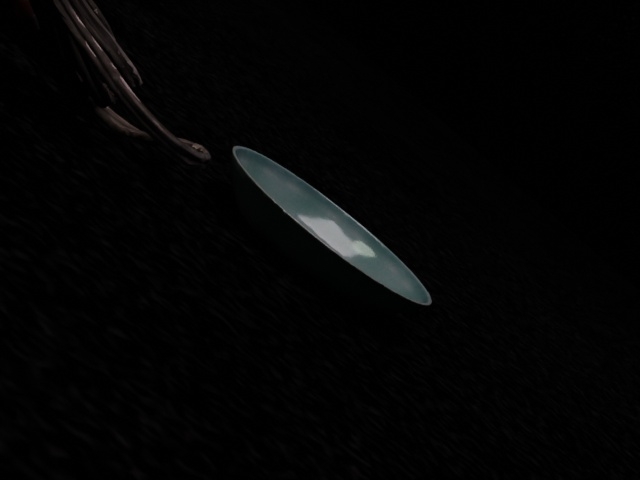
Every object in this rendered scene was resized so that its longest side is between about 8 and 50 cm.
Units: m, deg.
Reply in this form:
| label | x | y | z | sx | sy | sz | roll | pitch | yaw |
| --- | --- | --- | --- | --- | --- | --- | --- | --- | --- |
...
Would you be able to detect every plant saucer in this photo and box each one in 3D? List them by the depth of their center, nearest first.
| label | x | y | z | sx | sy | sz | roll | pitch | yaw |
| --- | --- | --- | --- | --- | --- | --- | --- | --- | --- |
| plant saucer | 0.000 | 0.000 | 0.711 | 0.119 | 0.021 | 0.119 | 37 | 9 | -7 |

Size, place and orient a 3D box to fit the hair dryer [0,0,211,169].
| label | x | y | z | sx | sy | sz | roll | pitch | yaw |
| --- | --- | --- | --- | --- | --- | --- | --- | --- | --- |
| hair dryer | -0.166 | -0.138 | 0.564 | 0.293 | 0.080 | 0.223 | 36 | -30 | 12 |
